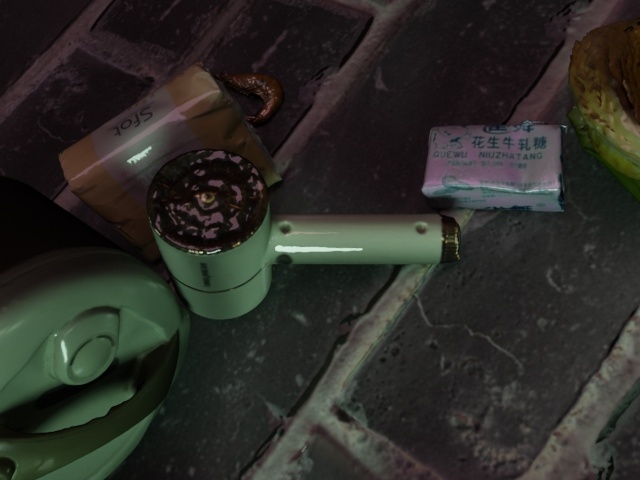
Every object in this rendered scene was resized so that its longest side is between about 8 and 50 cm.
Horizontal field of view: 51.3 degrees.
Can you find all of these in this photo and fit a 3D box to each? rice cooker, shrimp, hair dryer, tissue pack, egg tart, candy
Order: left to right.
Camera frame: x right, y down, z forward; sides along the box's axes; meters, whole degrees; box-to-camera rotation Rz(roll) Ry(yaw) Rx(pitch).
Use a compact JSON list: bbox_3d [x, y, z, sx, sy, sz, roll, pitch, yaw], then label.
[{"bbox_3d":[-0.332,0.117,0.718,0.325,0.335,0.335,28,76,27],"label":"rice cooker"},{"bbox_3d":[-0.183,-0.094,0.842,0.222,0.186,0.090,-30,47,2],"label":"tissue pack"},{"bbox_3d":[-0.116,-0.211,0.969,0.127,0.025,0.091,25,76,23],"label":"shrimp"},{"bbox_3d":[0.000,0.000,0.760,0.362,0.203,0.128,0,63,-3],"label":"hair dryer"},{"bbox_3d":[0.203,-0.085,0.781,0.160,0.073,0.092,3,70,18],"label":"candy"},{"bbox_3d":[0.381,-0.132,0.711,0.291,0.107,0.290,8,53,-11],"label":"egg tart"}]

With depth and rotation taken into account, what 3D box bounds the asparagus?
[{"bbox_3d":[0.340,-0.100,0.764,0.045,0.041,0.178,-30,59,0],"label":"asparagus"}]
